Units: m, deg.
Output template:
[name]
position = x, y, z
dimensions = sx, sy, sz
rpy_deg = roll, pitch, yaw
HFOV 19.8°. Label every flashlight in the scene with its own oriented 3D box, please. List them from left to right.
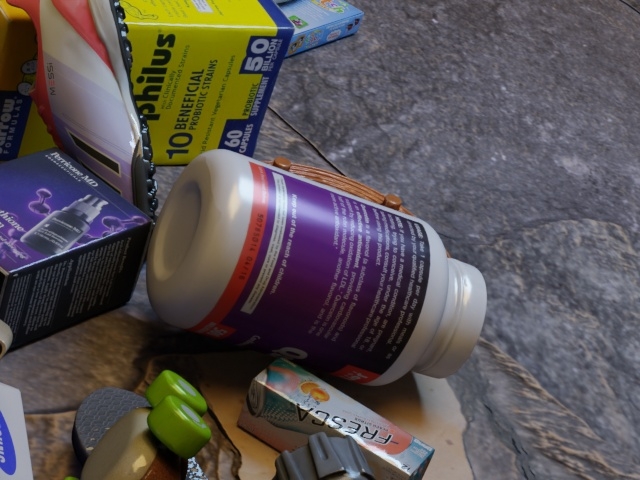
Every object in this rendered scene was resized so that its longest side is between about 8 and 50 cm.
[flashlight]
position = 0.044, 0.290, 1.591
dimensions = 0.103, 0.103, 0.304
rpy_deg = 4, 36, -22

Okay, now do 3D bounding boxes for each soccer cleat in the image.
[soccer cleat]
position = -0.243, -0.127, 1.931
dimensions = 0.116, 0.318, 0.108
rpy_deg = -11, 14, -2

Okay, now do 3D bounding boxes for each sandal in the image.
[sandal]
position = -0.136, 0.235, 1.633
dimensions = 0.097, 0.054, 0.254
rpy_deg = -25, 63, -41

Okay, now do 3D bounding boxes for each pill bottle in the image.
[pill bottle]
position = 0.000, 0.038, 1.844
dimensions = 0.323, 0.181, 0.181
rpy_deg = 19, 30, -24

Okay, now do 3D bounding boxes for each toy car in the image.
[toy car]
position = -0.110, 0.234, 1.537
dimensions = 0.188, 0.155, 0.149
rpy_deg = 42, 5, -12

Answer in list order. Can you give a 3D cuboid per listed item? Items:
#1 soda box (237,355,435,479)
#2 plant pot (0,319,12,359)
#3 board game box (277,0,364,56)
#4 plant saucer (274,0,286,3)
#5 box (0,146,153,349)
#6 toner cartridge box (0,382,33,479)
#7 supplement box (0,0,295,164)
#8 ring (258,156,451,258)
[soda box]
position = 0.014, 0.189, 1.766
dimensions = 0.183, 0.063, 0.058
rpy_deg = 30, 33, 15
[plant pot]
position = -0.315, 0.088, 1.515
dimensions = 0.109, 0.109, 0.096
rpy_deg = 36, 12, 1
[board game box]
position = -0.064, -0.315, 2.517
dimensions = 0.160, 0.039, 0.211
rpy_deg = 34, 35, 23
[plant saucer]
position = -0.184, -0.447, 2.548
dimensions = 0.400, 0.101, 0.400
rpy_deg = 10, 28, -6
[box]
position = -0.296, 0.008, 1.827
dimensions = 0.153, 0.108, 0.207
rpy_deg = 35, 35, 24
[toner cartridge box]
position = -0.312, 0.233, 1.469
dimensions = 0.165, 0.075, 0.348
rpy_deg = 22, 27, -29
[supplement box]
position = -0.244, -0.217, 2.118
dimensions = 0.356, 0.194, 0.195
rpy_deg = -3, 38, -31
[ring]
position = 0.000, 0.000, 2.079
dimensions = 0.336, 0.032, 0.336
rpy_deg = 15, 31, -9
